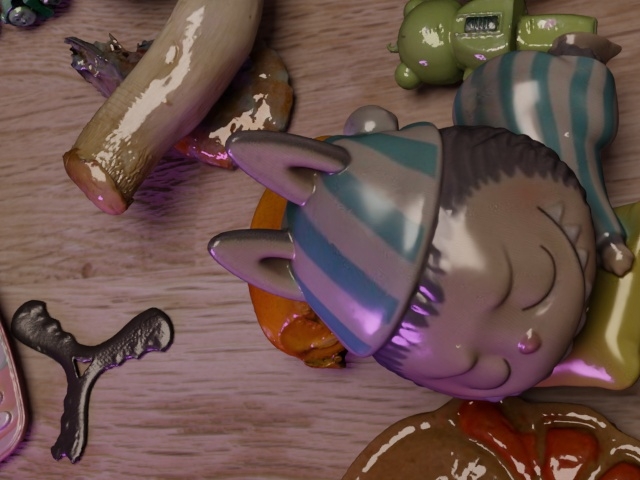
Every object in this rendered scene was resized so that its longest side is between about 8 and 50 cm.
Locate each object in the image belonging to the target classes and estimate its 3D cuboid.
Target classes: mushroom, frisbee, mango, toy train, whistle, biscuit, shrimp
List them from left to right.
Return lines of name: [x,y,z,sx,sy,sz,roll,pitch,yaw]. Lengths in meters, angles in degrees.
toy train: [-0.380,-0.349,1.635,0.104,0.071,0.178,-35,61,17]
frisbee: [-0.265,0.155,1.448,0.211,0.012,0.187,-2,73,21]
mushroom: [-0.161,-0.188,1.418,0.122,0.095,0.351,23,76,35]
shrimp: [-0.166,-0.196,1.502,0.317,0.062,0.164,27,80,23]
mango: [0.000,0.000,1.329,0.154,0.126,0.252,-18,56,37]
whistle: [0.175,-0.210,1.350,0.227,0.085,0.105,0,73,24]
biscuit: [0.173,0.317,1.189,0.381,0.074,0.359,25,85,30]

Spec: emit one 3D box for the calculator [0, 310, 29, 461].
calculator: [-0.455,0.150,1.512,0.220,0.048,0.330,-31,66,9]

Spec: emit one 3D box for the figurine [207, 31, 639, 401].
figurine: [0.098,-0.058,1.144,0.266,0.377,0.361,-24,53,47]
